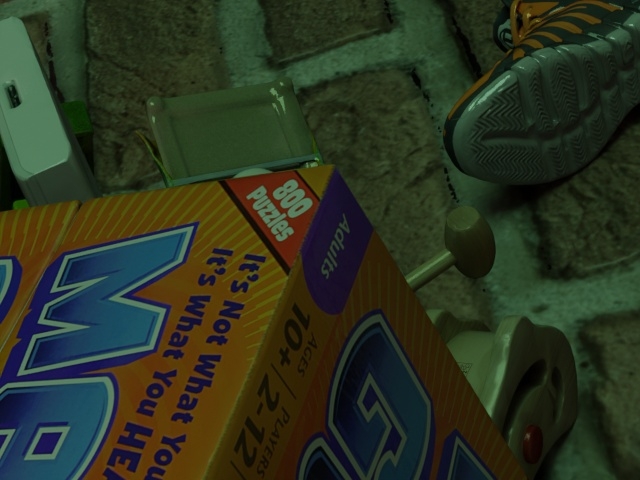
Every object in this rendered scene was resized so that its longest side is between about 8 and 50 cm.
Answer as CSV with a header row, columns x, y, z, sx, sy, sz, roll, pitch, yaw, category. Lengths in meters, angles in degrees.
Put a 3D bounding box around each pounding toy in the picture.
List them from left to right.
x,y,z,sx,sy,sz,roll,pitch,yaw,category
0.093,0.124,1.284,0.155,0.154,0.269,4,62,28,pounding toy

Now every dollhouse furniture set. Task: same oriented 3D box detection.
x,y,z,sx,sy,sz,roll,pitch,yaw,category
-0.146,-0.024,1.638,0.301,0.151,0.197,-10,55,-15,dollhouse furniture set

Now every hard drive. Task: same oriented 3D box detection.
x,y,z,sx,sy,sz,roll,pitch,yaw,category
-0.168,0.026,1.340,0.047,0.353,0.233,-24,37,-4,hard drive

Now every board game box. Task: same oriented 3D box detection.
x,y,z,sx,sy,sz,roll,pitch,yaw,category
-0.115,0.221,1.002,0.356,0.356,0.356,-7,43,32,board game box

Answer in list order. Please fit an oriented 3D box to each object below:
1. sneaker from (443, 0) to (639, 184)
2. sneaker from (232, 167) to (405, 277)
x,y,z,sx,sy,sz,roll,pitch,yaw,category
0.203,-0.158,1.617,0.321,0.124,0.180,-29,32,-29,sneaker
0.000,0.000,1.483,0.085,0.086,0.237,-26,49,-25,sneaker
